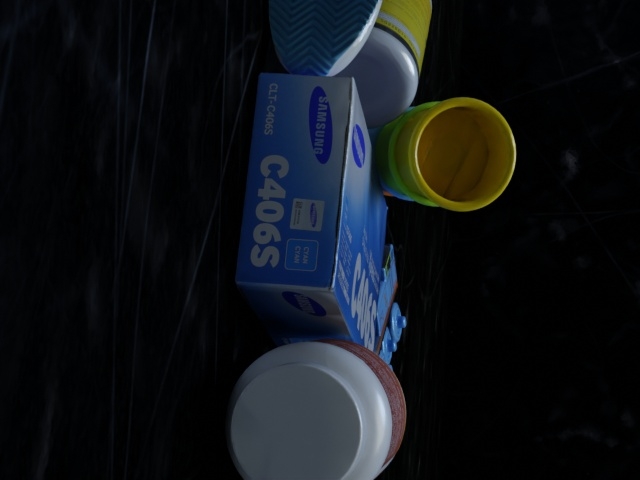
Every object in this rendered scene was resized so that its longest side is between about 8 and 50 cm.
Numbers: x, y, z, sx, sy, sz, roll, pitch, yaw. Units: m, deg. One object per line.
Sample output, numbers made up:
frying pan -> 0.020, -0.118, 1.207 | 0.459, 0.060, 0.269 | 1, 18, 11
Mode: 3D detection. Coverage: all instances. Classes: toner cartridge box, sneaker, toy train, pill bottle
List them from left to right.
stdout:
pill bottle -> -0.004, 0.133, 1.307 | 0.216, 0.121, 0.121 | 22, 73, -83
toner cartridge box -> 0.000, 0.000, 1.440 | 0.348, 0.075, 0.165 | 66, 27, -74
sneaker -> 0.013, -0.209, 1.382 | 0.092, 0.087, 0.229 | 87, 12, -57
toy train -> 0.036, 0.079, 1.781 | 0.184, 0.080, 0.105 | -68, 152, -61
pill bottle -> 0.043, -0.187, 1.555 | 0.184, 0.103, 0.103 | -76, 168, -50

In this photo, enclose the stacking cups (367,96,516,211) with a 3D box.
stacking cups -> 0.072, -0.084, 1.605 | 0.316, 0.096, 0.096 | -164, -103, -72
